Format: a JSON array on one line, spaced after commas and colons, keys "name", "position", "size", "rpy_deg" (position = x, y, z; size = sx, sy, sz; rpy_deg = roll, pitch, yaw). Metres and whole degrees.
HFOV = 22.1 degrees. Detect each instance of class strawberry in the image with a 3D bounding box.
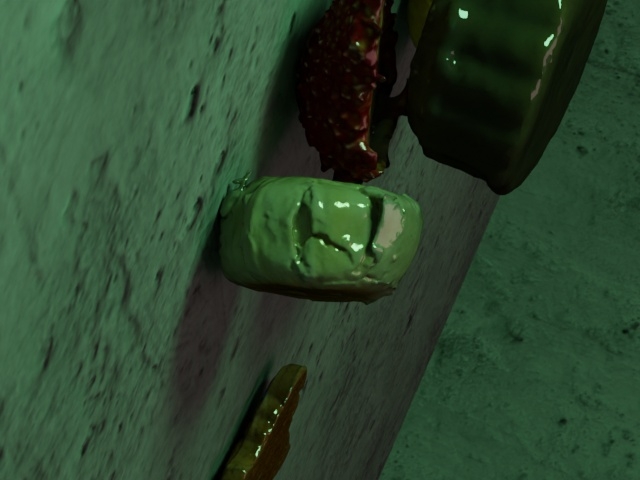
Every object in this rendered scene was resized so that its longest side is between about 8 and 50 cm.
[{"name": "strawberry", "position": [0.023, -0.152, 1.304], "size": [0.167, 0.087, 0.208], "rpy_deg": [-72, 165, -47]}]

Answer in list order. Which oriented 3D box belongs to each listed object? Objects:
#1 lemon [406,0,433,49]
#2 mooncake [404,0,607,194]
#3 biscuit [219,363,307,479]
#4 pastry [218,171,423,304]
[{"name": "lemon", "position": [0.157, -0.228, 1.649], "size": [0.187, 0.142, 0.142], "rpy_deg": [97, 16, -66]}, {"name": "mooncake", "position": [0.149, -0.159, 1.356], "size": [0.228, 0.124, 0.228], "rpy_deg": [23, 90, -78]}, {"name": "biscuit", "position": [-0.078, 0.251, 1.635], "size": [0.280, 0.043, 0.183], "rpy_deg": [-65, 166, 0]}, {"name": "pastry", "position": [0.000, 0.000, 1.263], "size": [0.166, 0.166, 0.088], "rpy_deg": [39, 56, -79]}]
